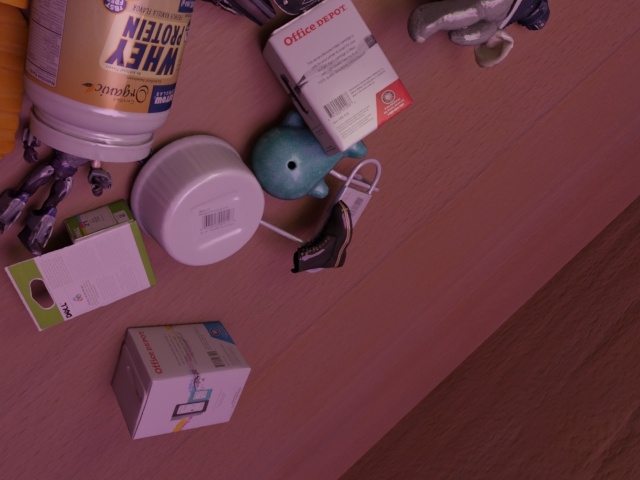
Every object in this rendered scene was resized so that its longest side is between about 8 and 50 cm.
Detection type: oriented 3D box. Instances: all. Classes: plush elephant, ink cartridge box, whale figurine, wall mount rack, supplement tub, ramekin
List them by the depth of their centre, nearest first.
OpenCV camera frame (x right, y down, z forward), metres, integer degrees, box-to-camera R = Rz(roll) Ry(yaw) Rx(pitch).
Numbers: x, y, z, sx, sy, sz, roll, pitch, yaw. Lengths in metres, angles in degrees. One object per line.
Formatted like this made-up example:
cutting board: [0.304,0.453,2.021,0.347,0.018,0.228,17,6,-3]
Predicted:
supplement tub: [-0.336,-0.306,0.876,0.228,0.228,0.316,0,121,-39]
ink cartridge box: [-0.501,0.050,1.165,0.255,0.097,0.189,-23,134,-22]
ink cartridge box: [0.033,-0.347,1.174,0.197,0.114,0.273,-36,101,-11]
ramekin: [-0.257,-0.077,1.214,0.277,0.135,0.277,-27,140,-25]
whale figurine: [-0.025,-0.195,1.267,0.272,0.141,0.216,-19,104,-2]
plush elephant: [0.348,-0.552,1.297,0.329,0.272,0.255,-3,171,0]
ink cartridge box: [-0.365,0.353,1.434,0.270,0.198,0.197,3,120,-39]
wall mount rack: [-0.008,-0.095,1.436,0.304,0.130,0.350,13,112,-48]

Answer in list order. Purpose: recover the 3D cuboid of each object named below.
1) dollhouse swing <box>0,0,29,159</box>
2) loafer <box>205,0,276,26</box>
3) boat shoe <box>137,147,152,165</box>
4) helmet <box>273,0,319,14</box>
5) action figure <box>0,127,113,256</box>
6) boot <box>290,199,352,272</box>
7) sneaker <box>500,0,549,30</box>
dollhouse swing: [-0.491,-0.184,0.758,0.315,0.305,0.347,-9,122,-58]
loafer: [-0.213,-0.484,0.993,0.095,0.109,0.302,-39,135,21]
boat shoe: [-0.364,-0.202,1.120,0.046,0.038,0.125,-22,133,-26]
helmet: [-0.051,-0.513,1.029,0.169,0.161,0.169,-23,130,-30]
action figure: [-0.494,-0.120,1.038,0.185,0.099,0.285,34,93,-38]
boot: [0.000,0.000,1.373,0.137,0.077,0.198,-11,126,-23]
sneaker: [0.527,-0.596,1.498,0.226,0.086,0.163,-51,135,4]
